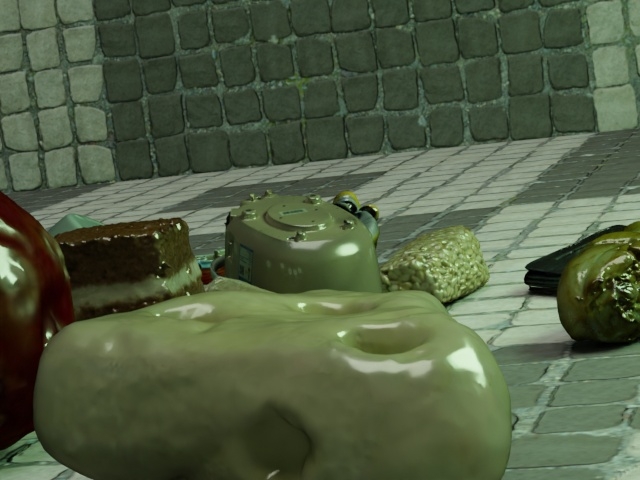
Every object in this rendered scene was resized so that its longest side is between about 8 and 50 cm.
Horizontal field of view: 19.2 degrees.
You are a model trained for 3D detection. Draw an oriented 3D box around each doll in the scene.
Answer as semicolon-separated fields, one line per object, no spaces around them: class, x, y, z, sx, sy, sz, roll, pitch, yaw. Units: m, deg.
doll;-0.004;0.002;2.158;0.146;0.103;0.316;5;13;3

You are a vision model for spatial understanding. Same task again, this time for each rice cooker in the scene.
rice cooker;-0.022;0.026;1.902;0.145;0.127;0.206;-13;26;-28

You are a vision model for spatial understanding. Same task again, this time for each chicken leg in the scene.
chicken leg;0.283;0.030;1.704;0.103;0.088;0.228;-20;5;33

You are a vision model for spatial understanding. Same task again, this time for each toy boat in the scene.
toy boat;-0.117;0.019;2.328;0.173;0.058;0.069;-11;8;-24

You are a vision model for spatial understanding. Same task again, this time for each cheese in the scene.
cheese;0.028;0.100;1.309;0.351;0.129;0.328;3;8;36

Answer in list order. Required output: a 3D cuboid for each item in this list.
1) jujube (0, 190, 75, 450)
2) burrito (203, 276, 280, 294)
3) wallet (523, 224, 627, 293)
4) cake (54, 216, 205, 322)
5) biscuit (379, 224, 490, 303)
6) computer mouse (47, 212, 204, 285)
jujube;-0.392;0.061;1.535;0.377;0.276;0.276;-8;7;6
burrito;-0.050;0.071;1.795;0.188;0.045;0.058;15;20;38
wallet;0.350;0.025;1.872;0.172;0.045;0.318;-17;13;-31
cake;-0.181;0.059;1.749;0.135;0.147;0.135;-4;7;11
biscuit;0.118;0.032;1.976;0.082;0.070;0.168;-13;6;28
computer mouse;-0.205;0.055;1.960;0.159;0.097;0.288;26;4;-30
